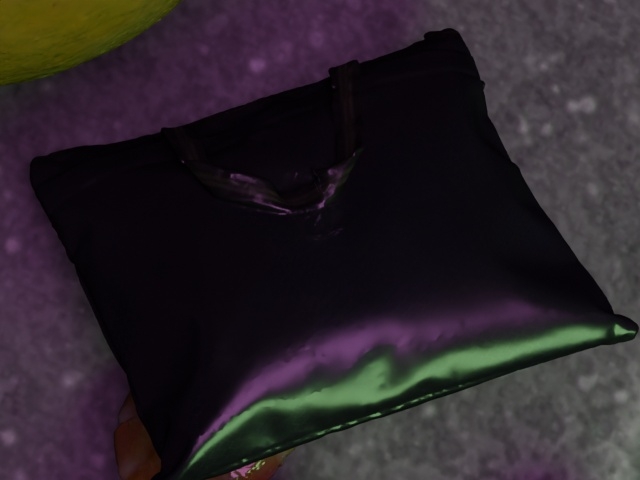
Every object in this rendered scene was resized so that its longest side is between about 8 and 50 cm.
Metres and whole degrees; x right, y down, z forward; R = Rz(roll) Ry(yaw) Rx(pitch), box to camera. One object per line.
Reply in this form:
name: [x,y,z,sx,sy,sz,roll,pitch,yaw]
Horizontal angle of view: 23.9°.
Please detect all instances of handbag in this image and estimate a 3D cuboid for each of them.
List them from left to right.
handbag: [0.000,0.000,0.760,0.254,0.088,0.211,-18,59,-12]

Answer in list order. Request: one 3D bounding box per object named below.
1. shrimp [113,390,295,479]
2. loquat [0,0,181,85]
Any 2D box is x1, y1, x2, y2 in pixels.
shrimp: [-0.029,0.071,0.789,0.184,0.043,0.091,-35,63,-21]
loquat: [-0.191,-0.201,0.660,0.328,0.359,0.328,22,36,-17]
